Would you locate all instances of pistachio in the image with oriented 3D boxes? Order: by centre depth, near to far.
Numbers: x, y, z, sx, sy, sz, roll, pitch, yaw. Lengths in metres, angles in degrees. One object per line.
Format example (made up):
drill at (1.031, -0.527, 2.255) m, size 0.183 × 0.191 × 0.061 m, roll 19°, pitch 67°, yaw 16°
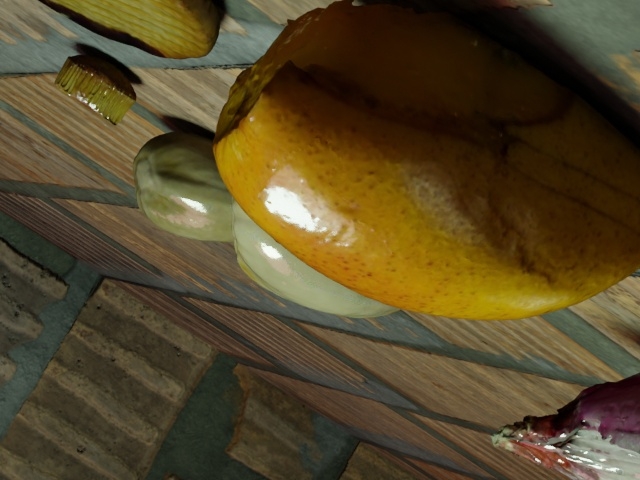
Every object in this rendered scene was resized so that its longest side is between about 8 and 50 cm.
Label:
pistachio at (0.000, 0.000, 1.884) m, size 0.215 × 0.144 × 0.144 m, roll 25°, pitch 172°, yaw -27°
pistachio at (-0.117, -0.052, 2.016) m, size 0.185 × 0.108 × 0.126 m, roll 20°, pitch -169°, yaw 12°

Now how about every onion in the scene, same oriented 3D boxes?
onion at (0.346, 0.187, 1.756) m, size 0.349 × 0.159 × 0.267 m, roll 25°, pitch 157°, yaw 17°

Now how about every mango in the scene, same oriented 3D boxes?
mango at (0.091, -0.051, 1.318) m, size 0.350 × 0.199 × 0.201 m, roll 21°, pitch -157°, yaw -23°

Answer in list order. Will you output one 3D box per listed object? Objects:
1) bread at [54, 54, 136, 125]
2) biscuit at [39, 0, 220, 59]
bread at (-0.229, -0.161, 1.940) m, size 0.085 × 0.053 × 0.085 m, roll 34°, pitch -179°, yaw -1°
biscuit at (-0.221, -0.247, 1.561) m, size 0.318 × 0.040 × 0.318 m, roll 27°, pitch 170°, yaw 6°
